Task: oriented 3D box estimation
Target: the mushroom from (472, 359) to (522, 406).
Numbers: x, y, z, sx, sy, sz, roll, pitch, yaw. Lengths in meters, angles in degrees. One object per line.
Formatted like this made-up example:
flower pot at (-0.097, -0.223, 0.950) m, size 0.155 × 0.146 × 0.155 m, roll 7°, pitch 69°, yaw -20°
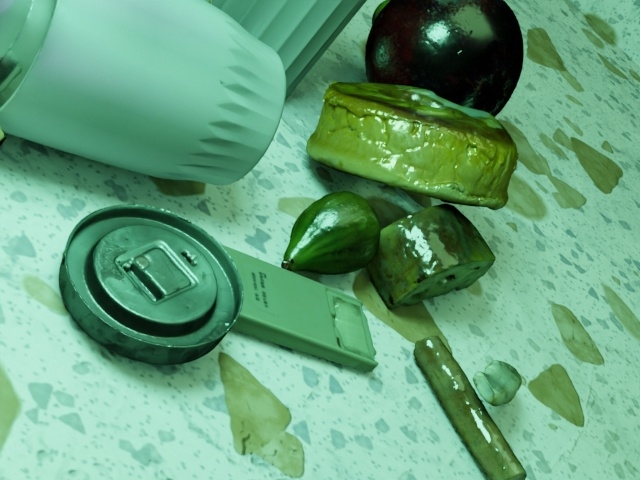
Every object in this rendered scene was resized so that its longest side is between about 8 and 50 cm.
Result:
mushroom at (0.241, 0.201, 1.660) m, size 0.059 × 0.054 × 0.202 m, roll 39°, pitch 9°, yaw 12°

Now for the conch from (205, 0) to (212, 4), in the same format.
conch at (-0.238, -0.349, 1.778) m, size 0.148 × 0.183 × 0.275 m, roll -2°, pitch 32°, yaw 15°

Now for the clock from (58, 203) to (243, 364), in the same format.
clock at (-0.194, 0.049, 1.383) m, size 0.215 × 0.042 × 0.215 m, roll 18°, pitch 41°, yaw -16°

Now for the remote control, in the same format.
remote control at (-0.045, 0.089, 1.551) m, size 0.285 × 0.038 × 0.123 m, roll 22°, pitch 37°, yaw -33°

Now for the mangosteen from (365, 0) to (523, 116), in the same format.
mangosteen at (0.206, -0.334, 2.131) m, size 0.300 × 0.300 × 0.300 m, roll 29°, pitch 33°, yaw -21°

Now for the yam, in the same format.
yam at (0.199, 0.231, 1.621) m, size 0.057 × 0.057 × 0.241 m, roll 2°, pitch 46°, yaw -47°

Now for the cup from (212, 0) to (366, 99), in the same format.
cup at (-0.059, -0.435, 1.915) m, size 0.237 × 0.327 × 0.323 m, roll 22°, pitch 34°, yaw -30°

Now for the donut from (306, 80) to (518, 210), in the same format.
donut at (0.147, -0.157, 1.871) m, size 0.330 × 0.160 × 0.330 m, roll 16°, pitch 8°, yaw -2°

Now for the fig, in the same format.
fig at (0.000, 0.000, 1.662) m, size 0.177 × 0.117 × 0.117 m, roll -24°, pitch 67°, yaw -34°

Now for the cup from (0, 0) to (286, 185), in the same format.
cup at (-0.244, -0.218, 1.503) m, size 0.371 × 0.253 × 0.253 m, roll 18°, pitch 38°, yaw -36°

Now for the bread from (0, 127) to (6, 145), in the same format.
bread at (-0.460, -0.137, 1.281) m, size 0.212 × 0.142 × 0.224 m, roll 50°, pitch 28°, yaw -14°

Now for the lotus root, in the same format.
lotus root at (0.170, 0.020, 1.801) m, size 0.235 × 0.138 × 0.119 m, roll -7°, pitch 65°, yaw -59°
